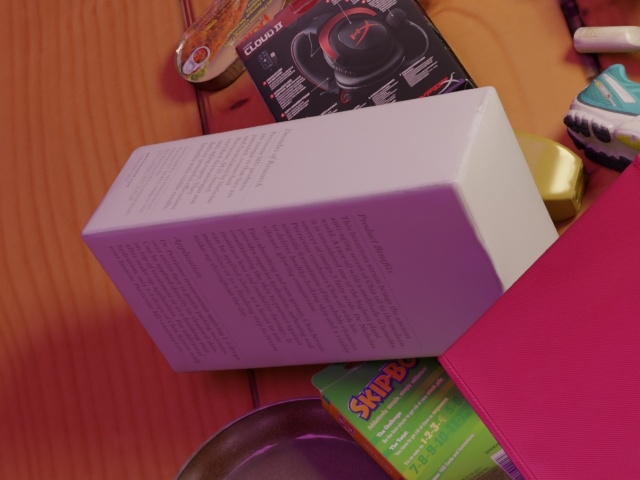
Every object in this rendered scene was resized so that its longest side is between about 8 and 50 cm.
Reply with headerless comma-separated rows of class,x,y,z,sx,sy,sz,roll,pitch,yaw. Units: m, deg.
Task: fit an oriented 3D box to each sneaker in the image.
sneaker,0.381,-0.115,1.417,0.275,0.107,0.110,29,74,37

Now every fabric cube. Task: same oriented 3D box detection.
fabric cube,0.315,0.132,1.206,0.258,0.259,0.254,-48,45,11

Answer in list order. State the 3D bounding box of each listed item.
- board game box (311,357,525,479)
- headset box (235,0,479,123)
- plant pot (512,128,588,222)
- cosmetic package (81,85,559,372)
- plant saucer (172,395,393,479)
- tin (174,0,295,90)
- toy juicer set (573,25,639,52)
board game box,0.111,0.198,1.433,0.124,0.039,0.259,-29,51,-22
headset box,0.046,-0.199,1.647,0.218,0.110,0.293,-37,54,10
plant pot,0.242,-0.064,1.488,0.083,0.081,0.081,11,73,23
cosmetic package,0.000,0.000,1.472,0.453,0.230,0.161,-6,40,30
plant saucer,-0.025,0.309,1.444,0.311,0.050,0.310,-10,50,12
tin,-0.112,-0.279,1.828,0.190,0.040,0.106,-44,49,6
toy juicer set,0.323,-0.334,1.528,0.209,0.089,0.329,-19,65,40
